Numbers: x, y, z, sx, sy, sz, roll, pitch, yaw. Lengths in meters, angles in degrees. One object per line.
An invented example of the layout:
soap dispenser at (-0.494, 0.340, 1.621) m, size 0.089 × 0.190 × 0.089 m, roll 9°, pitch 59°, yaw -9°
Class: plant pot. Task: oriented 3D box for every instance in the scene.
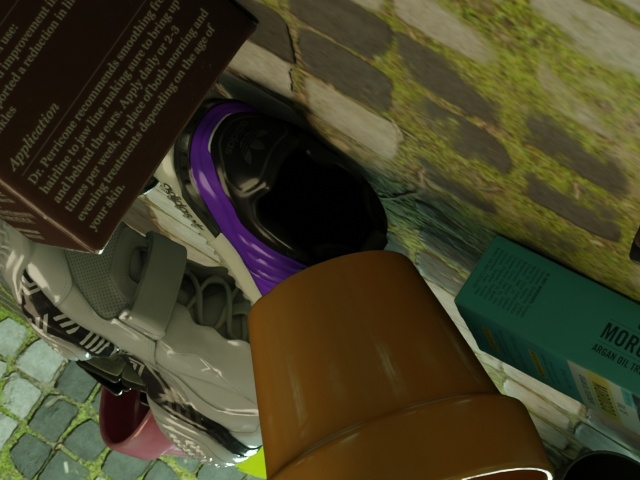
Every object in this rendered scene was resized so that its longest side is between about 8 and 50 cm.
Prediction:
plant pot at (0.037, 0.118, 1.349) m, size 0.205 × 0.205 × 0.188 m, roll 69°, pitch 180°, yaw -69°
plant pot at (-0.148, 0.186, 2.325) m, size 0.180 × 0.201 × 0.201 m, roll 22°, pitch 173°, yaw -25°

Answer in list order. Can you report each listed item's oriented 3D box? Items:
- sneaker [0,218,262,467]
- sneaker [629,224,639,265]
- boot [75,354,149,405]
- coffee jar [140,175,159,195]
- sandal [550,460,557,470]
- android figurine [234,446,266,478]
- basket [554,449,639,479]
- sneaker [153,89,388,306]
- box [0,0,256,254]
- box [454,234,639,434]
sneaker at (-0.095, 0.049, 1.596) m, size 0.210 × 0.137 × 0.366 m, roll -18°, pitch 133°, yaw 27°
sneaker at (0.212, 0.028, 1.074) m, size 0.061 × 0.065 × 0.158 m, roll 20°, pitch 162°, yaw 46°
boot at (-0.235, 0.080, 2.165) m, size 0.246 × 0.161 × 0.083 m, roll 27°, pitch 165°, yaw 28°
coffee jar at (-0.193, -0.078, 1.654) m, size 0.096 × 0.079 × 0.184 m, roll 29°, pitch 168°, yaw -15°
sandal at (0.254, 0.318, 1.953) m, size 0.138 × 0.126 × 0.317 m, roll 25°, pitch 167°, yaw 19°
android figurine at (0.004, 0.243, 2.216) m, size 0.272 × 0.056 × 0.248 m, roll 14°, pitch 156°, yaw -4°
basket at (0.209, 0.301, 1.731) m, size 0.204 × 0.154 × 0.227 m, roll 43°, pitch 142°, yaw -18°
sneaker at (-0.001, 0.001, 1.424) m, size 0.146 × 0.102 × 0.293 m, roll 16°, pitch 161°, yaw 40°
box at (-0.252, -0.174, 1.184) m, size 0.381 × 0.191 × 0.143 m, roll 40°, pitch 166°, yaw -24°
box at (0.216, 0.089, 1.306) m, size 0.244 × 0.060 × 0.100 m, roll 28°, pitch 167°, yaw 26°
